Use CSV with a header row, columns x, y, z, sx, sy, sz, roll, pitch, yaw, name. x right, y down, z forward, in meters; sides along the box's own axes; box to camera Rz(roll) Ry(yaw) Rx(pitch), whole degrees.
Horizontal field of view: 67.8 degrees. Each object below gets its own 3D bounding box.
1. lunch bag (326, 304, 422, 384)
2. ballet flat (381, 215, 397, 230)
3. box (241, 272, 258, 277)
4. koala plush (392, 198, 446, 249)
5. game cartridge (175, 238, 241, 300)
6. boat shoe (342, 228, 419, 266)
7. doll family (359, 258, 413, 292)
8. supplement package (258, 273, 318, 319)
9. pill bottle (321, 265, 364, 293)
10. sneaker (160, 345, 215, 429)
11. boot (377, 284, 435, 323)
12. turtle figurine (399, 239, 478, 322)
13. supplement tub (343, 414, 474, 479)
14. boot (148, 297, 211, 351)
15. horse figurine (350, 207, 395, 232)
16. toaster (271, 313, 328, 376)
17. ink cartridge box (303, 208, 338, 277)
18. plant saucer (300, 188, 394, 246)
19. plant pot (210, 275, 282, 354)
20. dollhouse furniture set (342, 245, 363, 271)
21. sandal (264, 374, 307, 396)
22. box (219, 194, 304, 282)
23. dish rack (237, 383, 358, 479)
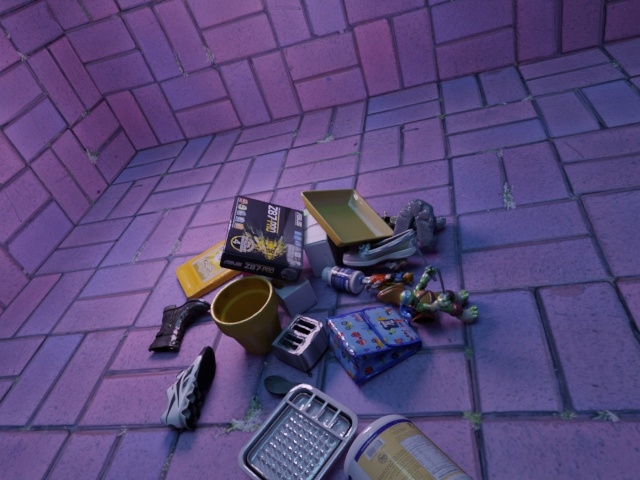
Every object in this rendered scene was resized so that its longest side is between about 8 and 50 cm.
x,y,z,sx,sy,sz,roll,pitch,yaw,name
0.199,0.344,1.691,0.293,0.138,0.221,-16,32,-20,lunch bag
0.261,-0.082,2.235,0.249,0.058,0.084,-4,40,22,ballet flat
-0.305,0.071,2.153,0.128,0.257,0.123,-10,36,16,box
0.439,-0.077,2.048,0.196,0.203,0.221,9,8,31,koala plush
-0.547,0.138,2.365,0.323,0.053,0.285,-31,37,-14,game cartridge
0.241,0.033,1.960,0.320,0.103,0.118,-11,13,20,boat shoe
0.280,0.156,1.899,0.163,0.118,0.263,-6,18,31,doll family
-0.141,0.196,2.017,0.139,0.134,0.244,-34,38,-17,supplement package
0.092,0.158,1.982,0.169,0.094,0.094,11,47,36,pill bottle
-0.498,0.534,1.773,0.146,0.122,0.331,-5,39,18,sneaker
0.318,0.241,1.754,0.197,0.073,0.152,-5,43,-5,boot
0.424,0.168,1.642,0.198,0.266,0.275,10,83,68,turtle figurine
0.241,0.628,1.185,0.241,0.241,0.331,-35,39,-18,supplement tub
-0.607,0.380,2.072,0.263,0.091,0.229,-16,42,14,boot
0.212,-0.055,2.187,0.263,0.066,0.175,9,77,22,horse figurine
-0.068,0.382,1.764,0.185,0.110,0.168,14,50,38,toaster
0.000,0.000,2.142,0.114,0.198,0.273,-14,37,10,ink cartridge box
0.109,-0.089,2.070,0.332,0.081,0.333,-8,47,-41,plant saucer
-0.262,0.306,1.849,0.254,0.239,0.254,-14,36,11,plant pot
0.128,0.092,2.073,0.081,0.091,0.114,-30,37,15,dollhouse furniture set
-0.116,0.524,1.675,0.179,0.040,0.067,9,50,15,sandal
-0.232,-0.014,1.988,0.318,0.097,0.395,15,37,-12,box
-0.063,0.632,1.474,0.285,0.072,0.333,19,52,40,dish rack
